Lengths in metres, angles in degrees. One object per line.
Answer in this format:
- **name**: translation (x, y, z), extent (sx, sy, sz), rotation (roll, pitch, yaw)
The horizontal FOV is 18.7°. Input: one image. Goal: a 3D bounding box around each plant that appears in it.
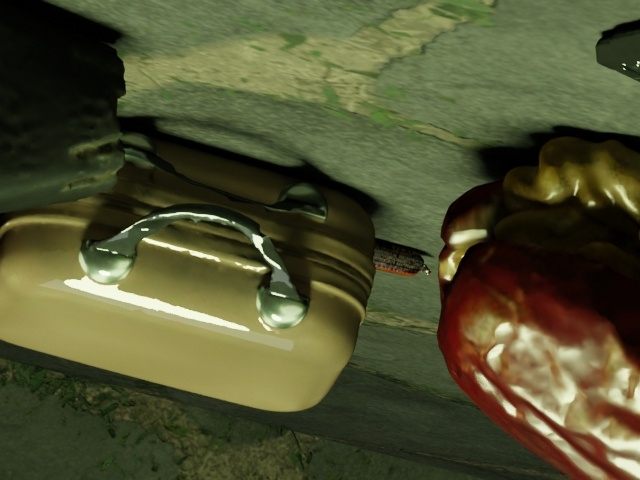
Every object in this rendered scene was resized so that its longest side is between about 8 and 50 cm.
- **plant**: translation (-0.248, -0.082, 1.184), extent (0.256, 0.164, 0.142), rotation (6, 173, -30)

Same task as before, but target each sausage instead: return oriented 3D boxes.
- **sausage**: translation (0.000, 0.000, 1.627), extent (0.198, 0.025, 0.028), rotation (15, -164, -10)

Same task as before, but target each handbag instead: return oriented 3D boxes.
- **handbag**: translation (-0.102, 0.014, 1.481), extent (0.302, 0.149, 0.283), rotation (17, 160, -11)

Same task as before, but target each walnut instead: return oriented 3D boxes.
- **walnut**: translation (0.199, 0.045, 1.234), extent (0.269, 0.221, 0.244), rotation (20, 137, 5)

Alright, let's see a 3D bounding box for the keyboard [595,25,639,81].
- **keyboard**: translation (0.246, -0.094, 0.934), extent (0.106, 0.016, 0.262), rotation (19, 167, -29)
